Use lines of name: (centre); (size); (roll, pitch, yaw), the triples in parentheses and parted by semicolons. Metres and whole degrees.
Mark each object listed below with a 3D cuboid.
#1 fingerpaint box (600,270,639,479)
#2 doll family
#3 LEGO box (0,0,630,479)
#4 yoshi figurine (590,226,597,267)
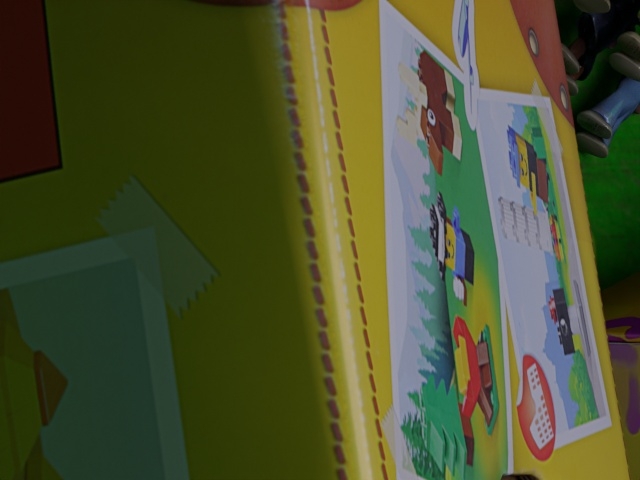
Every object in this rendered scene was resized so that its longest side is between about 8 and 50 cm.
fingerpaint box: (0.265, 0.218, 0.923); (0.371, 0.163, 0.444); (-19, 105, -55)
doll family: (0.184, -0.128, 1.074); (0.076, 0.193, 0.111); (35, 65, 5)
LEGO box: (-0.102, 0.179, 0.521); (0.193, 0.372, 0.500); (13, 67, -64)
yoshi figurine: (0.014, 0.017, 0.860); (0.362, 0.203, 0.203); (16, 89, -44)
